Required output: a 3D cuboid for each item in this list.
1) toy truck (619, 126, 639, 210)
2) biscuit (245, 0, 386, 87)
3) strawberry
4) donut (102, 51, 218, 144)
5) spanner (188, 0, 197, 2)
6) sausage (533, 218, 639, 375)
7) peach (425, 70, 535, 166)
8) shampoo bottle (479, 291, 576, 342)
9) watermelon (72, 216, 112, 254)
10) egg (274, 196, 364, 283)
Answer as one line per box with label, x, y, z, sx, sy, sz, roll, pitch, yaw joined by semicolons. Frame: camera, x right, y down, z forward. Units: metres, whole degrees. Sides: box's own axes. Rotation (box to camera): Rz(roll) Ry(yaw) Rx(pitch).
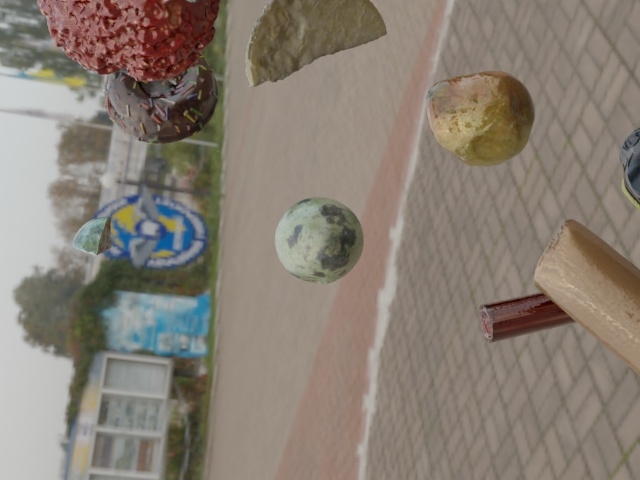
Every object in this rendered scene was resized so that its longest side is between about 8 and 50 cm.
toy truck;0.580;-0.186;1.183;0.180;0.254;0.405;-116;41;-50
biscuit;-0.015;-0.335;1.414;0.032;0.250;0.133;34;145;56
strawberry;-0.273;-0.340;1.220;0.258;0.261;0.261;-2;-77;-61
donut;-0.318;-0.300;1.817;0.096;0.230;0.216;107;159;-64
spanner;-0.252;-0.351;0.926;0.026;0.325;0.093;-57;15;-20
sausage;0.430;0.087;1.347;0.123;0.253;0.123;-45;-12;-12
peach;0.336;-0.269;1.961;0.214;0.236;0.214;-167;90;-74
shampoo bottle;0.394;0.108;1.488;0.102;0.260;0.064;75;-178;-79
watermelon;-0.399;0.001;1.622;0.085;0.061;0.085;-28;41;27
egg;0.000;0.000;1.464;0.182;0.141;0.141;179;99;-77
